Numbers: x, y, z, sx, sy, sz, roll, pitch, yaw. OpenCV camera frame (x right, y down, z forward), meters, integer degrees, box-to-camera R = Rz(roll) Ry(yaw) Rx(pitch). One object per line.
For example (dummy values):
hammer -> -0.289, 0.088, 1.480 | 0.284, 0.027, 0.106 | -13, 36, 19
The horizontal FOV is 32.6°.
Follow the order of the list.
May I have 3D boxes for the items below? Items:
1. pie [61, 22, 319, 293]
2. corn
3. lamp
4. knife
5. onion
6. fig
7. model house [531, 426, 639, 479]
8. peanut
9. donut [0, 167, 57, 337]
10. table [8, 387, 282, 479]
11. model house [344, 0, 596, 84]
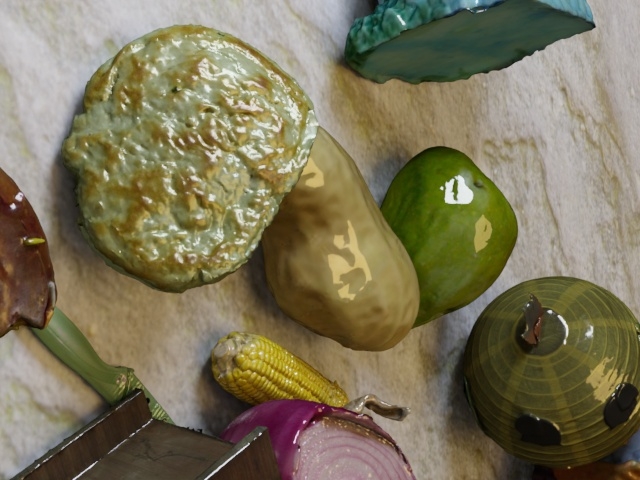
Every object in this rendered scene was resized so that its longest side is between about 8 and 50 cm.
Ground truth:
pie -> -0.120, -0.078, 0.966 | 0.201, 0.090, 0.248 | 30, 70, 0
corn -> -0.039, 0.148, 1.131 | 0.206, 0.067, 0.067 | 35, 66, -45
lamp -> 0.297, 0.152, 1.385 | 0.250, 0.250, 0.284 | -66, 149, -24
knife -> -0.187, 0.127, 0.988 | 0.043, 0.020, 0.293 | -56, 132, -28
onion -> -0.019, 0.247, 1.075 | 0.207, 0.201, 0.200 | 8, 86, -49
fig -> 0.141, 0.007, 1.268 | 0.167, 0.167, 0.233 | 44, 53, -42
model house -> 0.410, 0.376, 1.504 | 0.339, 0.360, 0.297 | -44, 113, -23
peanut -> 0.000, 0.000, 1.116 | 0.147, 0.148, 0.319 | -55, 129, -32
donut -> -0.309, 0.031, 0.776 | 0.216, 0.096, 0.230 | 54, 53, -34
table -> -0.137, 0.263, 0.927 | 0.172, 0.169, 0.193 | -35, 123, -41
model house -> 0.142, -0.325, 1.242 | 0.261, 0.226, 0.241 | -2, 80, -54
